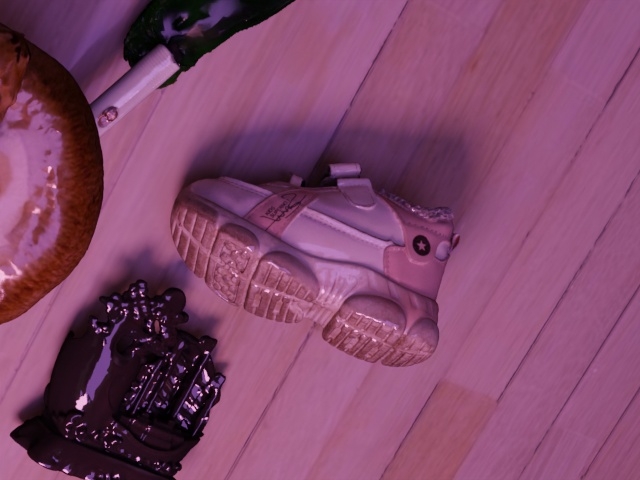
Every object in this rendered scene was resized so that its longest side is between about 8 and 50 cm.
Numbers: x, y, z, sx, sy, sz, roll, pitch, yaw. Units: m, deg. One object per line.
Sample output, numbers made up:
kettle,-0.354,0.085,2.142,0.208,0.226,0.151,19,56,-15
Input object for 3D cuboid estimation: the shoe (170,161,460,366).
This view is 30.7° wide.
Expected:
shoe,-0.002,0.001,1.395,0.351,0.172,0.198,29,63,-11

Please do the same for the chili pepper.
chili pepper,-0.119,-0.256,1.285,0.224,0.061,0.098,-36,113,-1

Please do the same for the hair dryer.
hair dryer,-0.245,-0.135,1.243,0.236,0.131,0.073,-43,122,3

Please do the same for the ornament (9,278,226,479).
ornament,-0.218,0.180,1.422,0.251,0.106,0.260,33,89,-37

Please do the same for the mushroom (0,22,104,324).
mushroom,-0.371,-0.071,1.074,0.345,0.239,0.345,3,99,17
